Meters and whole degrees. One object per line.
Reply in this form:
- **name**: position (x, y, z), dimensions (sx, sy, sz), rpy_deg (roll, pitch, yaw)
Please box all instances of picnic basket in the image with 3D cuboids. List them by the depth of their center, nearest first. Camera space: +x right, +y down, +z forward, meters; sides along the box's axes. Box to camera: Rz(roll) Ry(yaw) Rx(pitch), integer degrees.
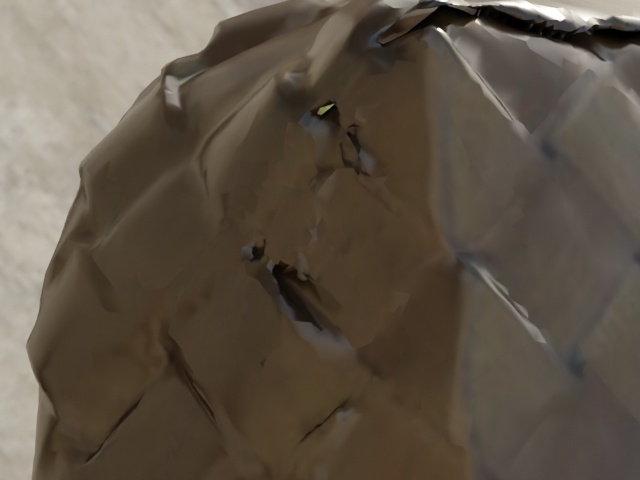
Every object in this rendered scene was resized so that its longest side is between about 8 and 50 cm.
- **picnic basket**: position (0.027, 0.102, 0.548), dimensions (0.293, 0.337, 0.337), rpy_deg (1, 45, -36)

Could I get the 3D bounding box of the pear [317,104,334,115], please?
- **pear**: position (0.000, 0.000, 1.042), dimensions (0.187, 0.187, 0.219), rpy_deg (60, 9, 34)
